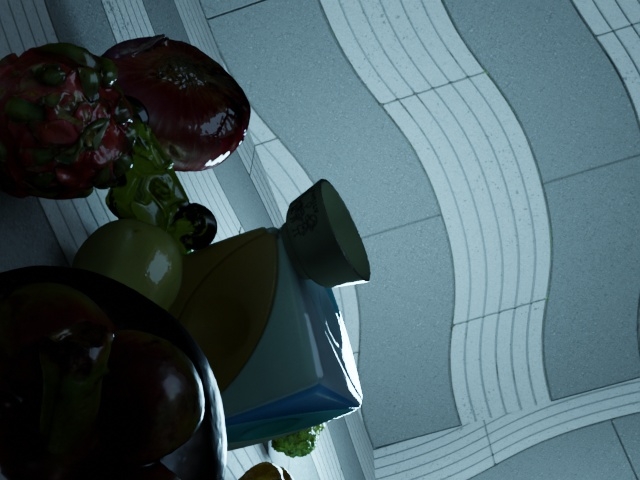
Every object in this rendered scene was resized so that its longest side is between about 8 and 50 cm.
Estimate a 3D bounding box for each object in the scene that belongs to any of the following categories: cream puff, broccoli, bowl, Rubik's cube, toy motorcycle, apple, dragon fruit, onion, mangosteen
[{"bbox_3d":[-0.095,0.611,2.154,0.241,0.155,0.269,-98,166,-51],"label":"cream puff"},{"bbox_3d":[-0.081,0.399,2.578,0.254,0.186,0.302,-80,158,-58],"label":"broccoli"},{"bbox_3d":[0.000,0.000,1.811,0.211,0.112,0.211,61,13,-25],"label":"bowl"},{"bbox_3d":[-0.141,0.208,1.947,0.351,0.347,0.352,49,23,-65],"label":"Rubik's cube"},{"bbox_3d":[-0.354,-0.104,1.828,0.342,0.206,0.142,59,-28,0],"label":"toy motorcycle"},{"bbox_3d":[-0.325,0.058,1.638,0.200,0.200,0.200,-17,90,-82],"label":"apple"},{"bbox_3d":[-0.396,-0.175,1.467,0.303,0.237,0.231,-163,-116,-76],"label":"dragon fruit"},{"bbox_3d":[-0.329,-0.262,2.062,0.348,0.285,0.347,22,36,-17],"label":"onion"},{"bbox_3d":[-0.253,0.204,0.995,0.382,0.435,0.381,12,68,-33],"label":"mangosteen"}]

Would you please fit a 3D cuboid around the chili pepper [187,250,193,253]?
[{"bbox_3d":[-0.315,0.039,2.218,0.182,0.050,0.073,-89,153,-73],"label":"chili pepper"}]
